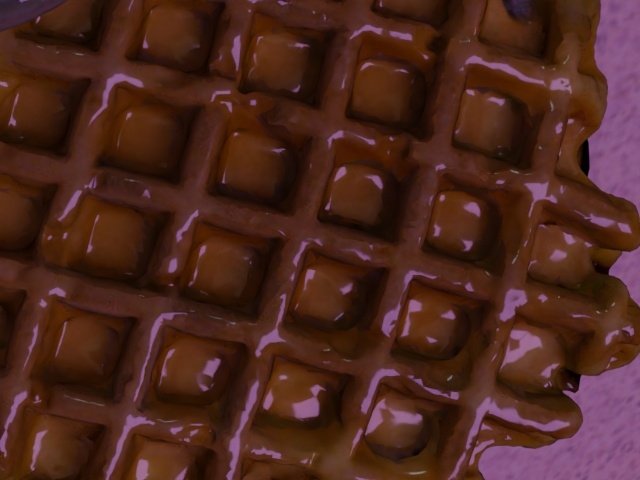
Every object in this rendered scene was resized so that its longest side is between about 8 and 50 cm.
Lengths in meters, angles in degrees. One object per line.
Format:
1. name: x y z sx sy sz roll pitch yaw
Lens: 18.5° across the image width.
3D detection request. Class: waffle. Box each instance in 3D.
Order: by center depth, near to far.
1. waffle: -0.027 -0.004 0.772 0.329 0.062 0.329 0 92 -7

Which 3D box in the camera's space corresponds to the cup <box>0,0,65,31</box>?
1. cup: -0.115 -0.188 0.564 0.258 0.234 0.186 -37 137 -11
